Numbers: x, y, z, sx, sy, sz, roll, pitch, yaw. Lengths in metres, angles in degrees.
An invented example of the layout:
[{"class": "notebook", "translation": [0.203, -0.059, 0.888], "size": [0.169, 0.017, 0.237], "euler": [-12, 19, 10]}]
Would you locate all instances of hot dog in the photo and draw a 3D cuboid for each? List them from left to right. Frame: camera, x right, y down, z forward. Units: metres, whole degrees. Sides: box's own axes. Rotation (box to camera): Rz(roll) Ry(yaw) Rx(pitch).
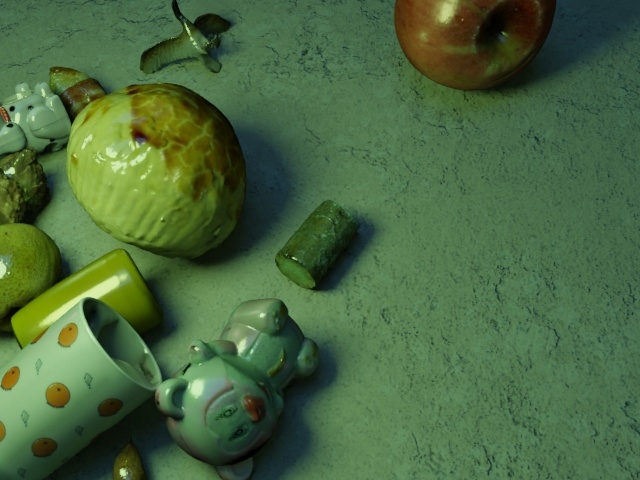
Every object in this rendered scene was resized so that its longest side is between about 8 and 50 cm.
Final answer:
[{"class": "hot dog", "translation": [-0.576, -0.329, 2.102], "size": [0.123, 0.093, 0.261], "euler": [-31, 70, -26]}]

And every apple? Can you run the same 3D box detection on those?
[{"class": "apple", "translation": [0.347, -0.536, 1.979], "size": [0.364, 0.363, 0.363], "euler": [-4, 53, 5]}]

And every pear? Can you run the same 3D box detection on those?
[{"class": "pear", "translation": [-0.641, 0.078, 1.740], "size": [0.229, 0.188, 0.211], "euler": [-17, 69, -14]}]

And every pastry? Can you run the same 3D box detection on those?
[{"class": "pastry", "translation": [-0.323, -0.156, 1.759], "size": [0.388, 0.389, 0.312], "euler": [40, 105, 30]}]

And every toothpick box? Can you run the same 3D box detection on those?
[{"class": "toothpick box", "translation": [-0.465, 0.149, 1.677], "size": [0.271, 0.175, 0.175], "euler": [-30, 55, -11]}]

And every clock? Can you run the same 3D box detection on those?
[{"class": "clock", "translation": [-0.735, -0.254, 1.974], "size": [0.189, 0.188, 0.254], "euler": [33, 46, 27]}]

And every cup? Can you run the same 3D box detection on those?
[{"class": "cup", "translation": [-0.473, 0.278, 1.517], "size": [0.317, 0.212, 0.212], "euler": [-38, 56, 3]}]

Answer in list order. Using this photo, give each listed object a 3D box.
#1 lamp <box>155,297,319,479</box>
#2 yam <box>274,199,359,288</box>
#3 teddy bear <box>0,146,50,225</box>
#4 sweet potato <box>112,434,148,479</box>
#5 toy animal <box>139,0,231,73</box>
[{"class": "lamp", "translation": [-0.169, 0.260, 1.551], "size": [0.248, 0.247, 0.301], "euler": [-5, 39, 40]}, {"class": "yam", "translation": [0.000, 0.000, 1.770], "size": [0.107, 0.107, 0.194], "euler": [26, 60, 24]}, {"class": "teddy bear", "translation": [-0.751, -0.092, 1.850], "size": [0.296, 0.246, 0.222], "euler": [-10, 35, -10]}, {"class": "sweet potato", "translation": [-0.325, 0.458, 1.498], "size": [0.068, 0.068, 0.226], "euler": [-20, 67, -7]}, {"class": "toy animal", "translation": [-0.317, -0.528, 2.165], "size": [0.160, 0.197, 0.272], "euler": [37, 61, 26]}]
